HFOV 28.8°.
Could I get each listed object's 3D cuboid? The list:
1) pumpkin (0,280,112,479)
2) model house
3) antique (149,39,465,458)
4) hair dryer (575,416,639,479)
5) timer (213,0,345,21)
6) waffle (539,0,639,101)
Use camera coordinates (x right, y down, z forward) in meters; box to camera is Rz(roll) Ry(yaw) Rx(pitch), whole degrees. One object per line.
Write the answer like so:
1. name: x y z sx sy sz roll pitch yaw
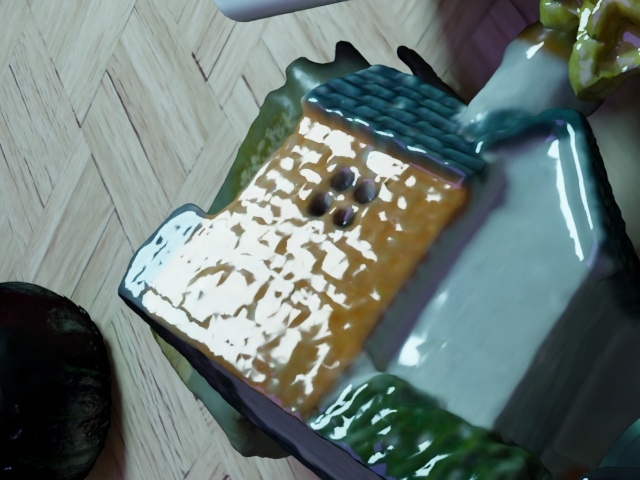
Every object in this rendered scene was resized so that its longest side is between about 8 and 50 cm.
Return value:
1. pumpkin: -0.303 0.157 1.232 0.233 0.163 0.233 -2 88 56
2. model house: 0.086 0.012 0.689 0.271 0.190 0.301 31 81 35
3. antique: 0.000 0.000 0.857 0.150 0.125 0.284 51 128 40
4. hair dryer: 0.194 0.030 0.522 0.116 0.244 0.302 11 79 20
5. timer: 0.023 -0.258 0.731 0.195 0.192 0.194 4 123 53
6. waffle: 0.206 -0.184 0.596 0.238 0.059 0.243 -16 64 29
